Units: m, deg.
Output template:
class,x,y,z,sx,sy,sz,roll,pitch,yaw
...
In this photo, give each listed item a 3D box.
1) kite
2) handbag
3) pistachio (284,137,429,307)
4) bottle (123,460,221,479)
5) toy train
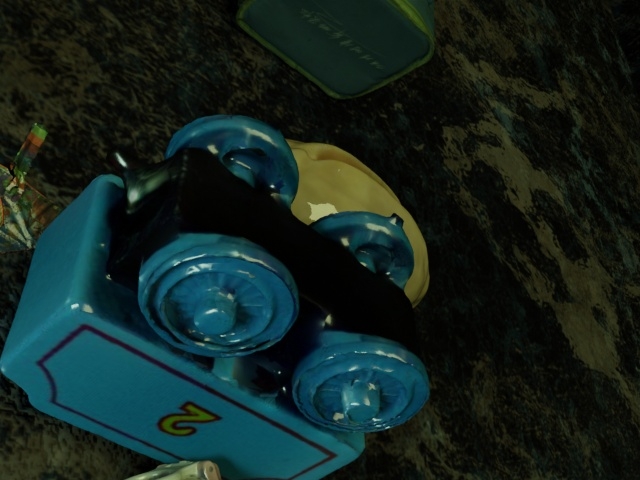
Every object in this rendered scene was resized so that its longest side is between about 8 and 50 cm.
class,x,y,z,sx,sy,sz,roll,pitch,yaw
kite,-0.269,-0.049,0.677,0.183,0.010,0.160,39,43,-28
handbag,0.035,-0.364,1.051,0.263,0.222,0.241,29,53,-39
pistachio,0.000,0.000,0.848,0.299,0.187,0.187,32,47,-43
bottle,-0.135,0.244,0.562,0.236,0.147,0.147,-2,71,-59
toy train,-0.077,0.063,0.629,0.300,0.265,0.188,35,34,-31
